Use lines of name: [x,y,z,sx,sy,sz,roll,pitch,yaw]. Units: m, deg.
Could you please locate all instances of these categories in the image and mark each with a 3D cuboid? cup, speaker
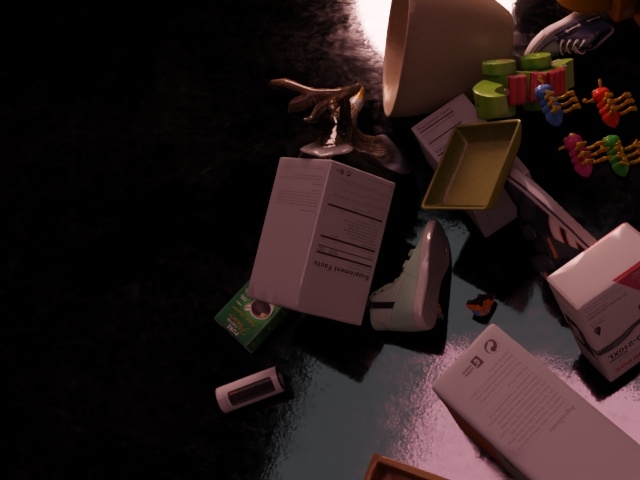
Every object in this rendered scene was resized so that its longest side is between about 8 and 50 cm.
cup: [0.273,-0.416,2.069,0.236,0.331,0.331,5,63,-4]
speaker: [-0.142,0.301,1.967,0.136,0.055,0.055,-21,58,8]

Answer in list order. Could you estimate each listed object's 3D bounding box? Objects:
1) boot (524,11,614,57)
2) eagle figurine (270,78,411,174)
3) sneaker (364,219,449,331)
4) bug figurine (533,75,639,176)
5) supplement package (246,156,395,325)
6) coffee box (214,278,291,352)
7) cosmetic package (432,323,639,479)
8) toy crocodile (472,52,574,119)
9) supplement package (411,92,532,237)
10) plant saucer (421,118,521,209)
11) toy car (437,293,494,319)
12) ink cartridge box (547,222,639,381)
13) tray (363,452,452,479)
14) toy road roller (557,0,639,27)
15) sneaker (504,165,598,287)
boot: [0.536,-0.429,2.094,0.190,0.069,0.086,-37,56,-4]
eagle figurine: [0.051,-0.215,2.020,0.225,0.298,0.226,-34,54,-8]
sneaker: [0.168,0.069,1.957,0.151,0.094,0.256,-9,48,34]
bug figurine: [0.531,-0.225,1.927,0.072,0.279,0.216,-35,66,47]
supplement package: [0.000,0.000,1.927,0.177,0.175,0.293,10,85,52]
coffee box: [-0.124,0.135,2.056,0.113,0.040,0.184,36,79,32]
cosmetic package: [0.416,0.367,1.628,0.161,0.230,0.453,-45,57,-6]
toy crocodile: [0.418,-0.312,1.962,0.340,0.115,0.105,-18,21,-41]
supplement package: [0.315,-0.155,1.990,0.134,0.139,0.244,-34,58,2]
plant saucer: [0.296,-0.133,1.843,0.188,0.045,0.188,4,68,57]
toy car: [0.284,0.133,1.923,0.122,0.060,0.041,-7,105,35]
ink cartridge box: [0.521,0.112,1.706,0.172,0.237,0.100,-35,42,0]
tray: [0.118,0.604,1.703,0.202,0.076,0.411,14,68,26]
toy road roller: [0.627,-0.539,2.020,0.240,0.202,0.330,-19,55,-3]
sneaker: [0.436,0.007,1.817,0.321,0.126,0.127,45,101,6]
